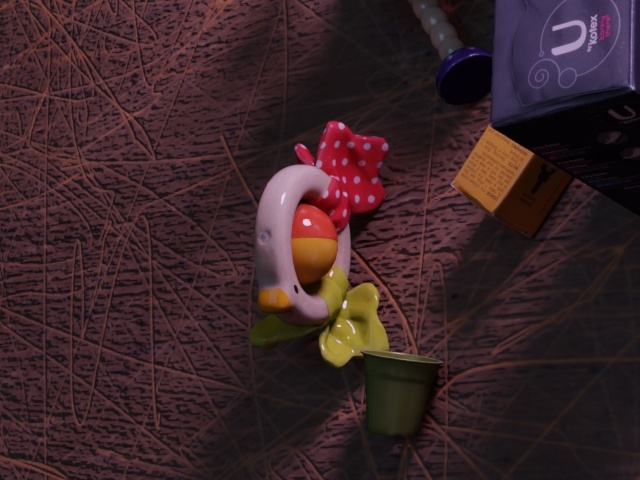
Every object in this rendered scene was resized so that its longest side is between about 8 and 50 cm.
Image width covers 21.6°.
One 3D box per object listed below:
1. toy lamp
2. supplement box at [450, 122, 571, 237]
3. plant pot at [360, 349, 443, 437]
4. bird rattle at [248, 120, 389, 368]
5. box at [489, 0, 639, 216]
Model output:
[{"bbox_3d":[0.108,-0.265,1.800,0.080,0.080,0.275,-43,51,21],"label":"toy lamp"},{"bbox_3d":[0.228,-0.124,1.631,0.080,0.078,0.233,37,98,44],"label":"supplement box"},{"bbox_3d":[0.076,0.153,1.662,0.083,0.083,0.079,8,91,44],"label":"plant pot"},{"bbox_3d":[0.000,0.000,1.713,0.143,0.207,0.254,8,87,25],"label":"bird rattle"},{"bbox_3d":[0.281,-0.139,1.452,0.143,0.270,0.165,-13,65,39],"label":"box"}]
